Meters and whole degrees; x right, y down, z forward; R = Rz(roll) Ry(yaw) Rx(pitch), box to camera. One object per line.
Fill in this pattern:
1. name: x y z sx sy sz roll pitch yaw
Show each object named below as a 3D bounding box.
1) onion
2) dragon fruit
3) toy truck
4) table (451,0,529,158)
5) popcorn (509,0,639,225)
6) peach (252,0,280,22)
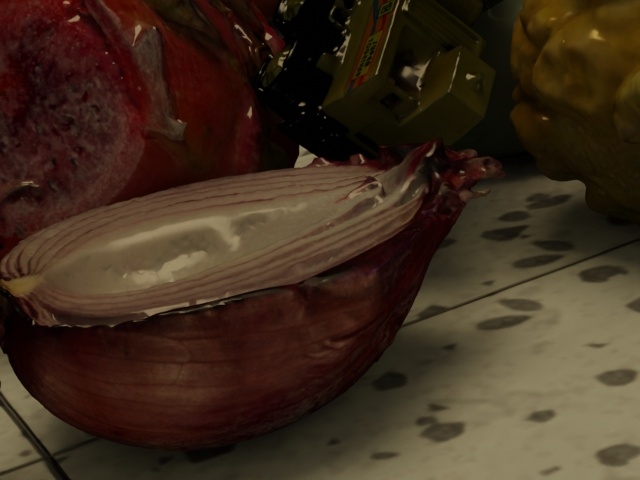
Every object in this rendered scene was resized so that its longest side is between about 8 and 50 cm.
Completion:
1. onion: -0.028 0.032 0.951 0.283 0.120 0.227 -18 20 -7
2. dragon fruit: -0.146 -0.087 1.173 0.269 0.250 0.291 -32 1 11
3. toy truck: 0.060 -0.156 1.120 0.127 0.127 0.257 -33 31 43
4. table: 0.156 -0.123 1.256 0.220 0.126 0.126 -8 21 12
5. popcorn: 0.223 -0.106 1.057 0.250 0.250 0.190 0 61 27
6. peach: -0.058 -0.334 1.708 0.380 0.242 0.306 -24 9 -26
